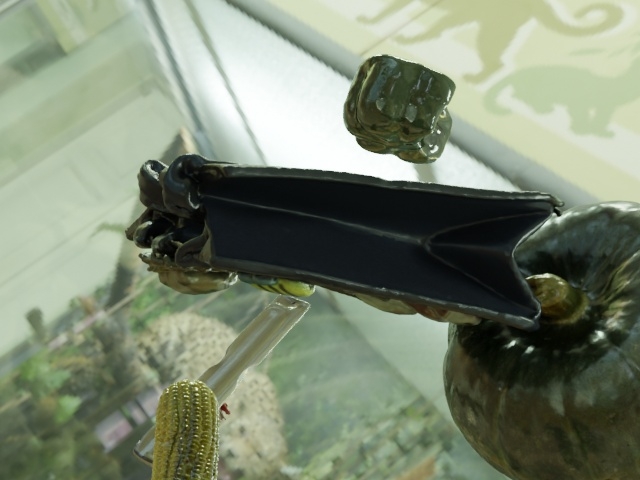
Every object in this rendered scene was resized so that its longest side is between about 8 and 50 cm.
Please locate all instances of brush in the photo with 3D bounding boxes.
[{"bbox_3d":[-0.126,0.196,1.513,0.060,0.321,0.050,18,-37,38],"label":"brush"}]

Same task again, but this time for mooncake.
[{"bbox_3d":[0.112,-0.164,1.430,0.169,0.104,0.175,3,-19,41],"label":"mooncake"}]

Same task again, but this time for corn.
[{"bbox_3d":[-0.139,0.232,1.126,0.072,0.072,0.203,66,15,-45],"label":"corn"}]

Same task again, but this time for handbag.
[{"bbox_3d":[0.000,0.000,0.962,0.303,0.330,0.121,-175,-87,-68],"label":"handbag"}]

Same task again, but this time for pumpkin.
[{"bbox_3d":[0.256,0.094,1.028,0.207,0.300,0.300,54,-11,-33],"label":"pumpkin"}]
